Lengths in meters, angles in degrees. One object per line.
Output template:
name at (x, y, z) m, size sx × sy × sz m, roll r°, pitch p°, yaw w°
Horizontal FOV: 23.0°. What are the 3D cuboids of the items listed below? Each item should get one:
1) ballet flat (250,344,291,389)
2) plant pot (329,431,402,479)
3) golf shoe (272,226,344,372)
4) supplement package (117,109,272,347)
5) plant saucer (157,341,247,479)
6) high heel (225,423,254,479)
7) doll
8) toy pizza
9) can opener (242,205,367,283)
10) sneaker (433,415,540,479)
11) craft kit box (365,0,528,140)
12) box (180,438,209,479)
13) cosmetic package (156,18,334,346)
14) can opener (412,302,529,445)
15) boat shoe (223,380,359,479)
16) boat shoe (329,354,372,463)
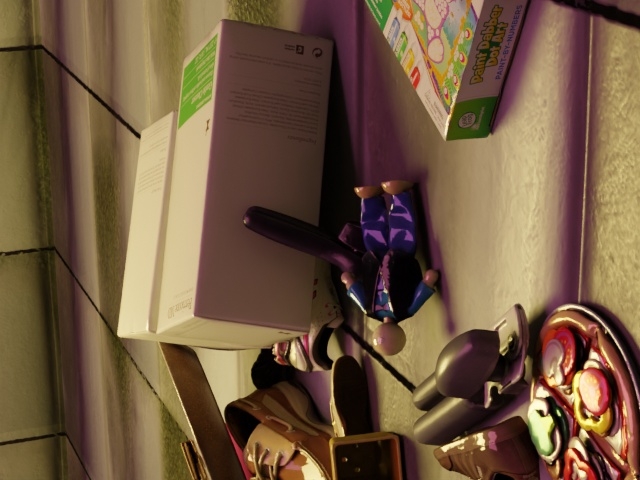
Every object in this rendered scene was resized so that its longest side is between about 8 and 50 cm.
ballet flat at (-0.060, 0.164, 2.219) m, size 0.049 × 0.057 × 0.173 m, roll -60°, pitch -7°, yaw -40°
plant pot at (0.050, 0.269, 1.889) m, size 0.083 × 0.082 × 0.081 m, roll -148°, pitch 53°, yaw -80°
golf shoe at (-0.002, 0.076, 2.004) m, size 0.086 × 0.067 × 0.186 m, roll 13°, pitch 100°, yaw 25°
supplement package at (-0.154, -0.006, 2.112) m, size 0.177 × 0.175 × 0.292 m, roll 167°, pitch 111°, yaw -69°
plant saucer at (-0.155, 0.274, 2.216) m, size 0.310 × 0.050 × 0.310 m, roll 158°, pitch 90°, yaw -83°
high heel at (-0.166, 0.474, 2.397) m, size 0.127 × 0.181 × 0.377 m, roll 151°, pitch 111°, yaw -69°
doll at (0.072, 0.033, 1.733) m, size 0.129 × 0.046 × 0.189 m, roll -9°, pitch 82°, yaw 38°
toy pizza at (0.231, 0.157, 1.411) m, size 0.201 × 0.032 × 0.201 m, roll 173°, pitch 90°, yaw -70°
can opener at (0.000, 0.000, 1.811) m, size 0.059 × 0.186 × 0.073 m, roll -24°, pitch -48°, yaw -81°
sneaker at (0.165, 0.224, 1.565) m, size 0.188 × 0.066 × 0.071 m, roll 129°, pitch 120°, yaw -73°
craft kit box at (0.123, -0.269, 1.533) m, size 0.246 × 0.061 × 0.250 m, roll 105°, pitch 150°, yaw -41°
box at (-0.138, 0.396, 2.166) m, size 0.164 × 0.021 × 0.201 m, roll -121°, pitch 12°, yaw -53°
cosmetic package at (-0.092, -0.062, 1.936) m, size 0.197 × 0.155 × 0.365 m, roll 151°, pitch 126°, yaw -67°
can opener at (0.133, 0.137, 1.571) m, size 0.283 × 0.095 × 0.076 m, roll 127°, pitch 146°, yaw -62°
boat shoe at (-0.042, 0.291, 2.082) m, size 0.324 × 0.120 × 0.122 m, roll -141°, pitch 47°, yaw -63°
boat shoe at (0.032, 0.209, 1.954) m, size 0.045 × 0.050 × 0.135 m, roll -4°, pitch 93°, yaw 65°
